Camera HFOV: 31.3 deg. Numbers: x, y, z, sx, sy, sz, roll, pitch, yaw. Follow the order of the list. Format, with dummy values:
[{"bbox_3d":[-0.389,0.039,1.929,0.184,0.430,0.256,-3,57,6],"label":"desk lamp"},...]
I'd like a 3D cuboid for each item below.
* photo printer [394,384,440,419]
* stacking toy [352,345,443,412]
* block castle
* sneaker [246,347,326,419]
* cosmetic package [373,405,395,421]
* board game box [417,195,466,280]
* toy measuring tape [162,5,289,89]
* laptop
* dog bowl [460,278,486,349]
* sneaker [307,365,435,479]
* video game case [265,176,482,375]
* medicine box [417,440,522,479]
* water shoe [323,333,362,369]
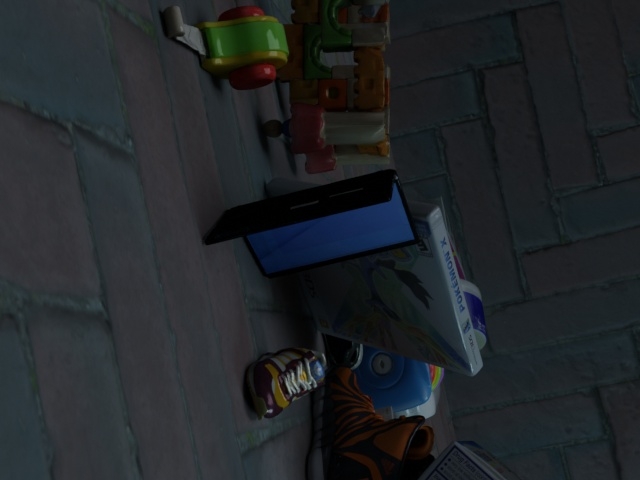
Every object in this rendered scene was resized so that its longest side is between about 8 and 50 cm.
[{"bbox_3d":[0.200,0.278,2.622,0.307,0.107,0.256,-13,90,-80],"label":"photo printer"},{"bbox_3d":[0.172,0.247,2.183,0.302,0.166,0.175,23,52,-63],"label":"stacking toy"},{"bbox_3d":[0.012,-0.356,1.989,0.303,0.213,0.453,46,43,-82],"label":"block castle"},{"bbox_3d":[-0.040,0.175,1.472,0.185,0.084,0.069,-61,137,-76],"label":"sneaker"},{"bbox_3d":[0.107,0.398,1.973,0.060,0.099,0.239,-92,166,-58],"label":"cosmetic package"},{"bbox_3d":[0.203,0.027,2.638,0.303,0.224,0.097,55,22,-63],"label":"board game box"},{"bbox_3d":[-0.114,-0.278,1.573,0.330,0.121,0.121,13,65,-79],"label":"toy measuring tape"},{"bbox_3d":[0.000,0.000,1.492,0.264,0.234,0.136,-69,144,-74],"label":"laptop"},{"bbox_3d":[0.198,0.170,2.295,0.265,0.265,0.104,58,23,-62],"label":"dog bowl"},{"bbox_3d":[0.085,0.294,1.736,0.321,0.180,0.124,-86,160,-60],"label":"sneaker"},{"bbox_3d":[0.080,0.053,1.768,0.036,0.329,0.300,-42,128,-34],"label":"video game case"},{"bbox_3d":[0.171,0.441,1.655,0.149,0.289,0.263,41,1,16],"label":"medicine box"},{"bbox_3d":[0.036,0.125,2.002,0.080,0.073,0.203,46,32,-67],"label":"water shoe"}]
